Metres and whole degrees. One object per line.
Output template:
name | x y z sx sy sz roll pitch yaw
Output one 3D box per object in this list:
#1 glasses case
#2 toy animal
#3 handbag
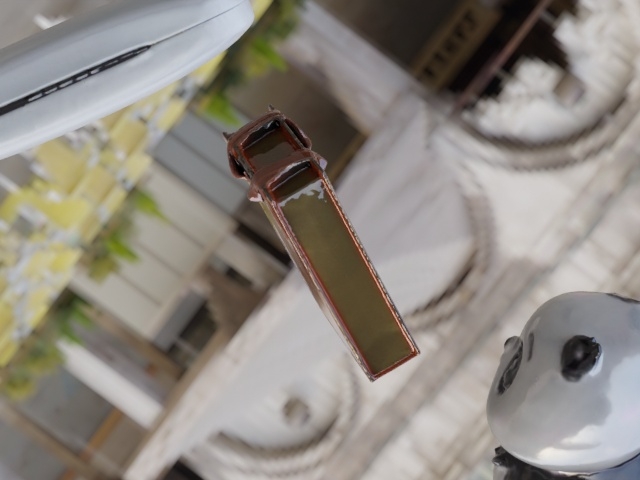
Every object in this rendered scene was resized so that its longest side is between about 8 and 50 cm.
glasses case | -0.149 -0.094 1.124 0.233 0.059 0.092 -25 -170 0
toy animal | 0.238 0.158 1.766 0.187 0.165 0.235 -52 143 -49
handbag | 0.000 0.000 1.460 0.063 0.190 0.127 -31 -148 -3
